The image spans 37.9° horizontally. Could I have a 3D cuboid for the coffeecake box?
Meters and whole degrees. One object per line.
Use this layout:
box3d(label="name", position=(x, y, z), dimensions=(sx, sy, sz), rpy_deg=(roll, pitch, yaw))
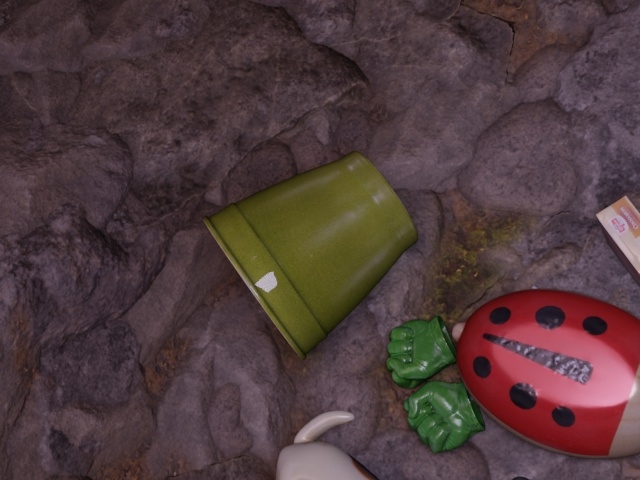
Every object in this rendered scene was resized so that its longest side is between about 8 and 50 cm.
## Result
box3d(label="coffeecake box", position=(0.598, 0.015, 1.760), dimensions=(0.068, 0.185, 0.142), rpy_deg=(-34, 63, 10))

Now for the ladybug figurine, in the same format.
box3d(label="ladybug figurine", position=(0.452, 0.239, 1.740), dimensions=(0.449, 0.162, 0.305), rpy_deg=(15, 82, 23))

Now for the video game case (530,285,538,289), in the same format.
box3d(label="video game case", position=(0.448, 0.211, 1.856), dimensions=(0.190, 0.022, 0.173), rpy_deg=(38, 90, 29))

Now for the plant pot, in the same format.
box3d(label="plant pot", position=(0.000, 0.000, 1.963), dimensions=(0.353, 0.366, 0.366), rpy_deg=(-36, 62, -3))

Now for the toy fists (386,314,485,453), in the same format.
box3d(label="toy fists", position=(0.219, 0.290, 1.891), dimensions=(0.142, 0.096, 0.279), rpy_deg=(-27, 66, 15))

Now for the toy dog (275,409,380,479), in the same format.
box3d(label="toy dog", position=(0.102, 0.551, 1.787), dimensions=(0.408, 0.284, 0.395), rpy_deg=(7, 58, 24))

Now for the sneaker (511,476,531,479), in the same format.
box3d(label="sneaker", position=(0.407, 0.545, 1.717), dimensions=(0.078, 0.106, 0.234), rpy_deg=(-26, 65, 13))
